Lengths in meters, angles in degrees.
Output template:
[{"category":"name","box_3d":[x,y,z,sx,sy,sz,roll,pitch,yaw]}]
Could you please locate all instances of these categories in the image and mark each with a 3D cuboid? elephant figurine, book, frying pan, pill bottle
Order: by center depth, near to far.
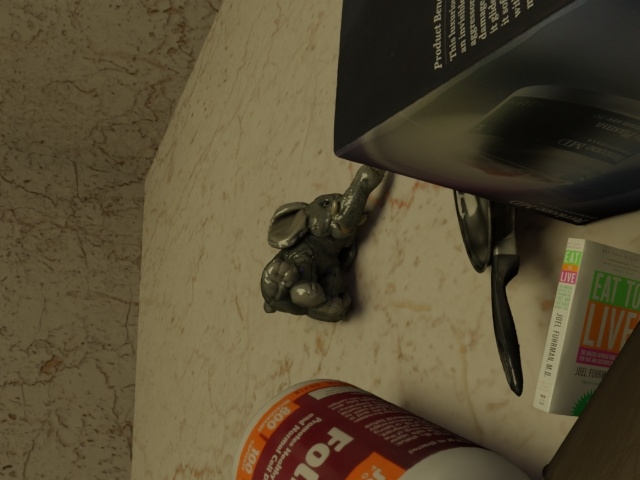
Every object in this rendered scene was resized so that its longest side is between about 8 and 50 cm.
[{"category":"book","box_3d":[0.235,0.077,0.526,0.035,0.096,0.144,10,88,63]},{"category":"pill bottle","box_3d":[0.077,0.285,0.598,0.392,0.224,0.223,3,81,63]},{"category":"frying pan","box_3d":[0.174,-0.030,0.622,0.326,0.053,0.197,-93,-6,-59]},{"category":"elephant figurine","box_3d":[0.000,0.000,0.988,0.169,0.186,0.239,58,-136,-65]}]

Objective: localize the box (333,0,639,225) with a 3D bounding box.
[{"category":"box","box_3d":[0.210,-0.147,0.456,0.294,0.297,0.182,-22,60,59]}]

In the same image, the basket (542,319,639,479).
[{"category":"basket","box_3d":[0.275,0.100,0.389,0.204,0.154,0.226,33,104,61]}]
